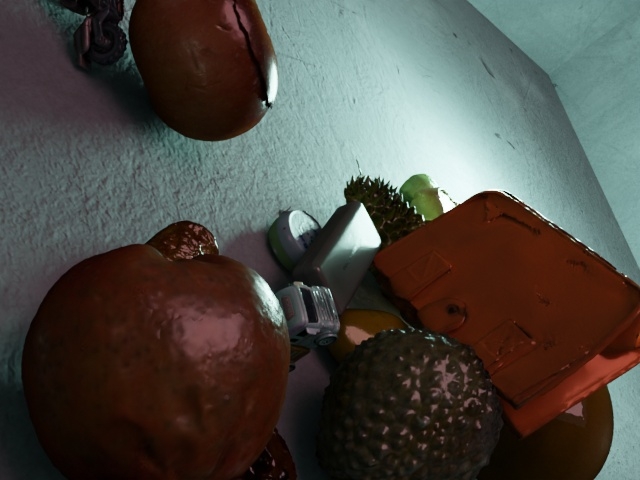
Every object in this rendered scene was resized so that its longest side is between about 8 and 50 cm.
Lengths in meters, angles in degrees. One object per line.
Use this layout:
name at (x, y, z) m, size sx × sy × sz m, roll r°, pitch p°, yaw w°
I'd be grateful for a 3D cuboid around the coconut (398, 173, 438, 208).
coconut at (0.216, -0.101, 1.850) m, size 0.088 × 0.096 × 0.088 m, roll 40°, pitch 0°, yaw 0°

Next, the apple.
apple at (-0.184, -0.295, 1.314) m, size 0.251 × 0.206 × 0.272 m, roll -114°, pitch -173°, yaw -49°

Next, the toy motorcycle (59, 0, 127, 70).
toy motorcycle at (-0.361, -0.357, 1.274) m, size 0.084 × 0.118 × 0.212 m, roll 28°, pitch 47°, yaw -71°

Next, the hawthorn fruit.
hawthorn fruit at (-0.170, 0.160, 0.856) m, size 0.277 × 0.277 × 0.298 m, roll 29°, pitch 48°, yaw -37°

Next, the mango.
mango at (0.081, 0.171, 1.361) m, size 0.195 × 0.098 × 0.137 m, roll 28°, pitch 41°, yaw -28°

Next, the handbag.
handbag at (0.300, 0.095, 1.366) m, size 0.410 × 0.303 × 0.116 m, roll 47°, pitch -18°, yaw 47°

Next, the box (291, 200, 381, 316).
box at (0.032, 0.029, 1.373) m, size 0.103 × 0.055 × 0.244 m, roll 62°, pitch 31°, yaw -17°

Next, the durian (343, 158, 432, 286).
durian at (0.151, 0.023, 1.603) m, size 0.355 × 0.157 × 0.169 m, roll 55°, pitch -8°, yaw -20°

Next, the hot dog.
hot dog at (-0.199, 0.034, 1.129) m, size 0.099 × 0.065 × 0.147 m, roll 49°, pitch 41°, yaw -11°

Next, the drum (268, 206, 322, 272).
drum at (0.007, 0.018, 1.458) m, size 0.253 × 0.049 × 0.130 m, roll 17°, pitch 46°, yaw -52°

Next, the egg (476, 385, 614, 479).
egg at (0.353, 0.282, 1.444) m, size 0.282 × 0.282 × 0.351 m, roll 36°, pitch 30°, yaw -29°

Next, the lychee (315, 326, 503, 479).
lychee at (0.122, 0.252, 1.172) m, size 0.255 × 0.255 × 0.274 m, roll 55°, pitch 41°, yaw 1°

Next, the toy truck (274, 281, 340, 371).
toy truck at (-0.069, 0.124, 1.108) m, size 0.115 × 0.177 × 0.080 m, roll 17°, pitch 45°, yaw -45°

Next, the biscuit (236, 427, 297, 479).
biscuit at (-0.103, 0.282, 1.027) m, size 0.192 × 0.049 × 0.192 m, roll 33°, pitch 35°, yaw -26°

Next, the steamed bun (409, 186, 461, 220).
steamed bun at (0.257, -0.007, 1.790) m, size 0.212 × 0.110 × 0.231 m, roll -28°, pitch 101°, yaw -68°
